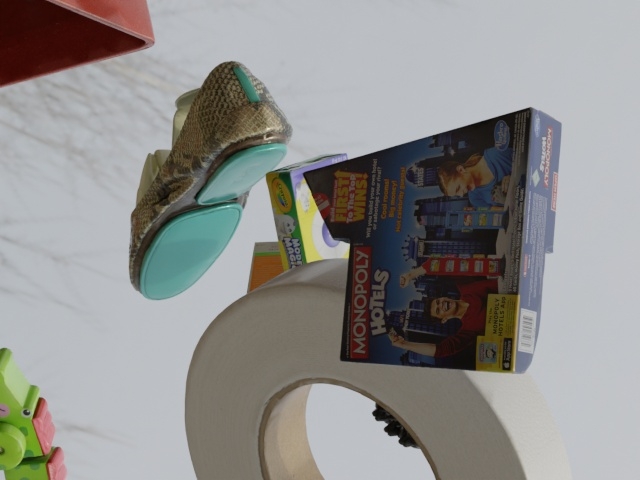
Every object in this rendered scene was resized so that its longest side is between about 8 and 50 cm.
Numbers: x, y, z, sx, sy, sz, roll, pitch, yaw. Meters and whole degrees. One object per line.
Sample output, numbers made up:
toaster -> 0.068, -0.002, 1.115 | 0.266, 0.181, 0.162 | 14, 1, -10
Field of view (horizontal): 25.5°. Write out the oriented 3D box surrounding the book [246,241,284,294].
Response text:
book -> -0.042, 0.063, 1.754 | 0.096, 0.035, 0.144 | -5, -132, 15

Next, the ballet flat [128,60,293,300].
ballet flat -> -0.176, -0.095, 2.016 | 0.182, 0.164, 0.483 | 67, -31, 20

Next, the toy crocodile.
toy crocodile -> -0.389, 0.306, 1.916 | 0.105, 0.340, 0.115 | -8, -160, 4

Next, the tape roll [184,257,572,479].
tape roll -> 0.042, 0.206, 1.284 | 0.392, 0.072, 0.392 | 18, -59, 32

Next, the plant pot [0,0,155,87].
plant pot -> -0.326, -0.279, 1.199 | 0.267, 0.267, 0.236 | -10, -101, 27

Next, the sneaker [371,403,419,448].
sneaker -> 0.115, 0.167, 1.920 | 0.276, 0.135, 0.097 | -121, -150, -45

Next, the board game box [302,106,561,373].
board game box -> 0.077, 0.001, 1.080 | 0.194, 0.060, 0.194 | 2, -97, 33

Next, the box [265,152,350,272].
box -> 0.000, 0.000, 1.583 | 0.043, 0.105, 0.179 | 1, -74, 40
